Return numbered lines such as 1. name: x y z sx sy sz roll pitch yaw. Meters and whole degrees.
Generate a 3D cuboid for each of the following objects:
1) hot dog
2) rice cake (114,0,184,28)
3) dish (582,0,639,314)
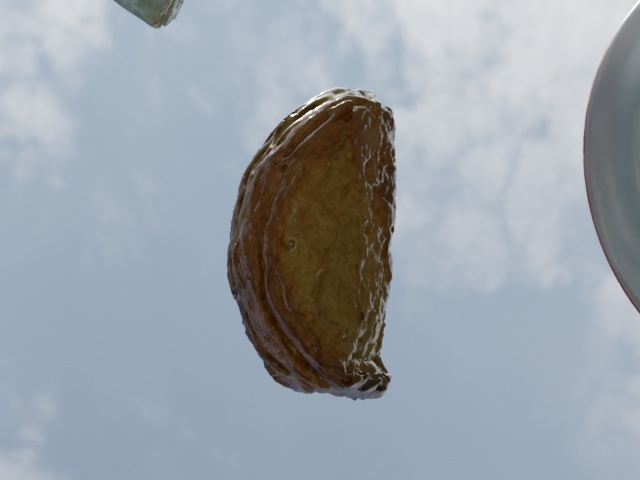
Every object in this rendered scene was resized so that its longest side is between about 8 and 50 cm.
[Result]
1. hot dog: -0.003 0.002 1.557 0.175 0.114 0.259 20 -112 -61
2. rice cake: -0.098 -0.251 1.165 0.124 0.211 0.038 34 -159 5
3. dish: 0.275 -0.045 1.006 0.260 0.085 0.260 3 -100 -17
